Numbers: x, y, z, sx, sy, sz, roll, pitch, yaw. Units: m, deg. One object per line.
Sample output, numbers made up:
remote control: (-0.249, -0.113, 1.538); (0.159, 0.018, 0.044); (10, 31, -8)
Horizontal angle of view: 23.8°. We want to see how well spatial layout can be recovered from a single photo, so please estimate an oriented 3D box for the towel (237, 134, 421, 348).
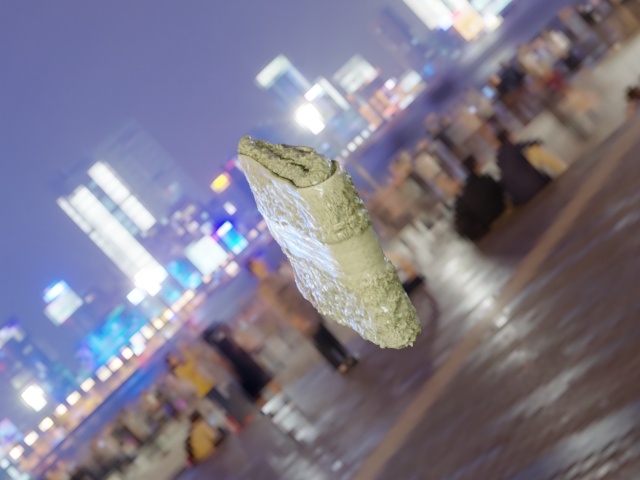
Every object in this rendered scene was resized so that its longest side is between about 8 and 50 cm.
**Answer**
towel: (0.000, 0.000, 0.784); (0.027, 0.110, 0.148); (-31, 18, -13)
